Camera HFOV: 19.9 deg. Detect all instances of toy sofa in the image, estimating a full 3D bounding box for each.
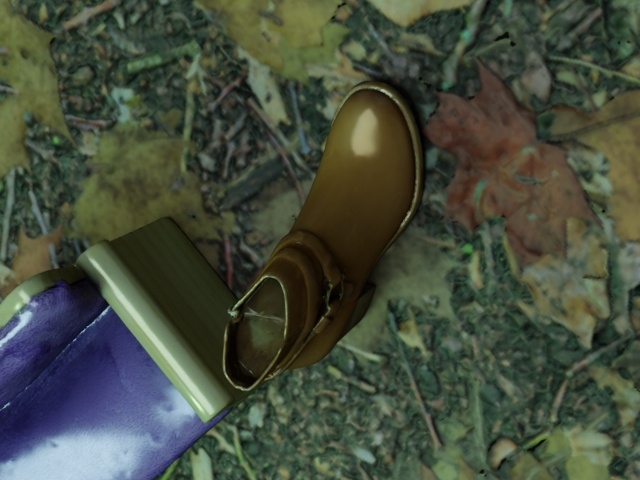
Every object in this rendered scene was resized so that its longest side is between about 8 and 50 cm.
[{"bbox_3d":[-0.213,0.156,1.337,0.362,0.177,0.150,-42,83,29],"label":"toy sofa"}]

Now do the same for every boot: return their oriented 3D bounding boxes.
[{"bbox_3d":[0.000,0.000,1.195,0.073,0.152,0.197,18,112,22],"label":"boot"}]
